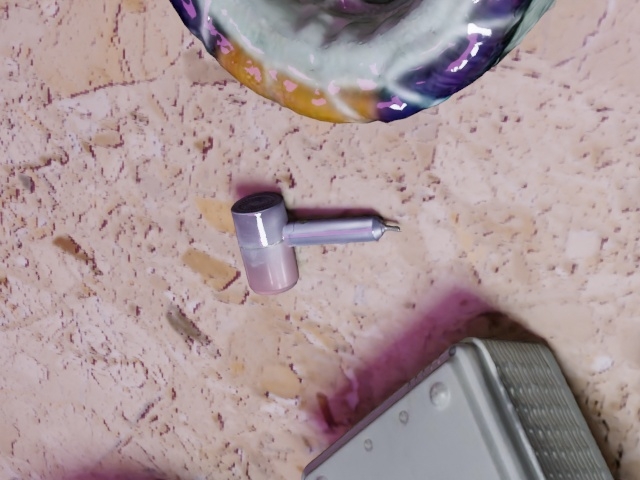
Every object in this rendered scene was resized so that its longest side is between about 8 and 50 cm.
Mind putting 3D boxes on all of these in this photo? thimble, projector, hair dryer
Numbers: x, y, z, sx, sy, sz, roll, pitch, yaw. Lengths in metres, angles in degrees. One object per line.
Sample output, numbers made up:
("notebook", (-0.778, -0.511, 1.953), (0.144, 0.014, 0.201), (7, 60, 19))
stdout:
("thimble", (0.033, -0.184, 0.574), (0.237, 0.150, 0.237), (10, 115, 21))
("projector", (0.097, 0.212, 0.687), (0.192, 0.099, 0.257), (-46, 52, 35))
("hair dryer", (0.000, 0.000, 0.749), (0.114, 0.037, 0.063), (-4, 114, 19))
